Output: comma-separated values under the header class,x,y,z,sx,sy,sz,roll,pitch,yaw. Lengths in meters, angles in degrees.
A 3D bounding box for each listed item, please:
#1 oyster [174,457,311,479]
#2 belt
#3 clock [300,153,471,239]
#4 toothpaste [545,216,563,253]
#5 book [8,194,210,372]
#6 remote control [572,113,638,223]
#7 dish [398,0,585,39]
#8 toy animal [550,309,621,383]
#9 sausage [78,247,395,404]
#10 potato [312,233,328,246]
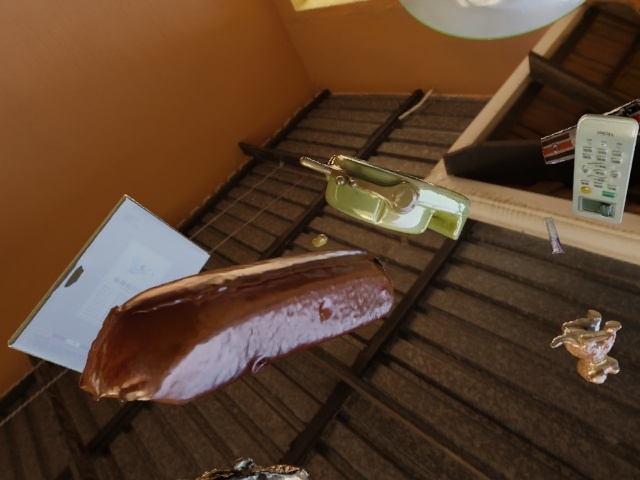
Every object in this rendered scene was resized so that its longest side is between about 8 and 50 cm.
class,x,y,z,sx,sy,sz,roll,pitch,yaw
oyster,-0.082,0.279,0.470,0.108,0.165,0.053,-55,-148,15
belt,0.740,-0.286,1.183,0.126,0.094,0.359,-21,180,-6
clock,0.110,-0.089,0.797,0.235,0.308,0.096,35,-69,48
toothpaste,0.517,-0.012,0.948,0.015,0.083,0.024,-17,180,-38
book,-0.372,0.099,0.800,0.021,0.217,0.310,19,-109,46
remote control,0.607,-0.149,0.916,0.103,0.293,0.051,23,-115,39
dish,0.241,-0.449,0.563,0.324,0.124,0.324,-3,-100,15
toy animal,0.680,0.303,1.115,0.183,0.185,0.104,-20,-152,-8
sausage,-0.046,0.064,0.403,0.102,0.102,0.330,14,-164,40
potato,0.000,0.000,1.780,0.046,0.045,0.092,-36,179,-38
